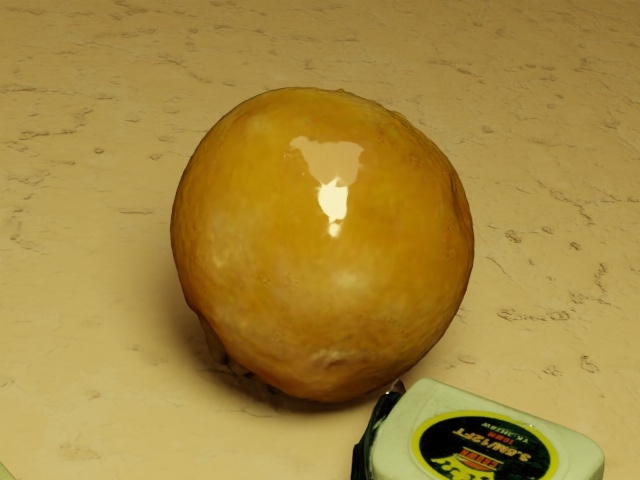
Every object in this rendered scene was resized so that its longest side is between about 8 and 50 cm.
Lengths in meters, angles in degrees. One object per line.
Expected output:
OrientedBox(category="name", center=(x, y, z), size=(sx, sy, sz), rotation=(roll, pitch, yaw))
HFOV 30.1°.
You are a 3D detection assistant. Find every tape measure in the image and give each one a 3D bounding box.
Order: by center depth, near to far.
OrientedBox(category="tape measure", center=(0.118, 0.228, 1.084), size=(0.235, 0.115, 0.207), rotation=(17, 30, 29))

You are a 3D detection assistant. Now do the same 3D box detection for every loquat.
OrientedBox(category="loquat", center=(0.000, 0.000, 1.229), size=(0.328, 0.328, 0.328), rotation=(7, 30, -4))

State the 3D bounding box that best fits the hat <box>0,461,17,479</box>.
OrientedBox(category="hat", center=(-0.262, 0.260, 0.866), size=(0.130, 0.257, 0.257), rotation=(-37, 45, -8))
